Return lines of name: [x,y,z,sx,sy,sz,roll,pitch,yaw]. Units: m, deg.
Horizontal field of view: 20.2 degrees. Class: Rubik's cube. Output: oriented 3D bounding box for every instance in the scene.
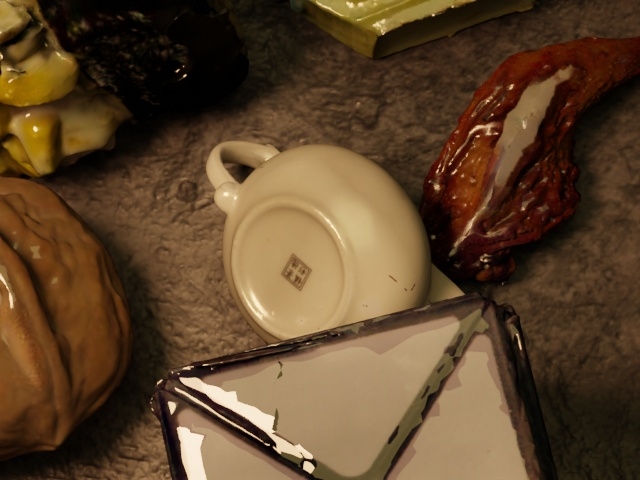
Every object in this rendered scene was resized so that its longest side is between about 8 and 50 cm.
Rubik's cube: [0.053,0.243,1.529,0.305,0.307,0.310,-15,71,1]

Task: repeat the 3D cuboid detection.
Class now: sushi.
sushi: [-0.251,-0.243,1.694,0.285,0.328,0.328,-27,74,6]

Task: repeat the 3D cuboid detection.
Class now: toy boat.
toy boat: [0.111,-0.244,1.775,0.276,0.111,0.084,-15,78,-2]

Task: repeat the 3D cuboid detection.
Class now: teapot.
teapot: [0.000,0.000,1.682,0.166,0.208,0.299,-16,53,-38]

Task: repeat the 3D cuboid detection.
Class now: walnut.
walnut: [-0.308,0.079,1.638,0.227,0.273,0.273,-36,70,30]

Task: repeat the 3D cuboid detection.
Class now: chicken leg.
chicken leg: [0.235,-0.120,1.741,0.407,0.096,0.158,-41,81,-13]
